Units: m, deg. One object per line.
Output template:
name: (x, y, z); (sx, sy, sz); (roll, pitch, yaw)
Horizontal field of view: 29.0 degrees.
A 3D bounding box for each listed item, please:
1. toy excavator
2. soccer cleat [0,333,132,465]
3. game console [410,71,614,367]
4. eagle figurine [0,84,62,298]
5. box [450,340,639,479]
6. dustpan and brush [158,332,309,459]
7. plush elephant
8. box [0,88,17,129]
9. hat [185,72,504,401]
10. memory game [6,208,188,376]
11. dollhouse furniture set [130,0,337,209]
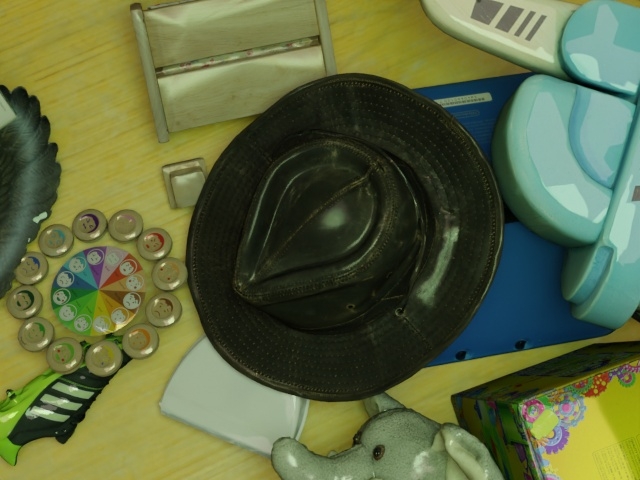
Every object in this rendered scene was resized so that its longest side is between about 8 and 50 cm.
toy excavator: (0.226, -0.156, 1.138); (0.445, 0.222, 0.433); (17, 89, 0)
soccer cleat: (-0.253, 0.156, 1.240); (0.179, 0.060, 0.072); (-31, 109, -10)
game console: (0.162, -0.025, 1.319); (0.293, 0.173, 0.250); (-9, 54, -8)
eagle figurine: (-0.394, -0.010, 1.185); (0.226, 0.225, 0.298); (40, 38, -34)
box: (0.276, 0.258, 1.174); (0.177, 0.279, 0.290); (-19, 87, -8)
dustpan and brush: (-0.060, 0.102, 1.270); (0.147, 0.060, 0.211); (21, 88, 9)
plush elephant: (0.052, 0.272, 1.158); (0.330, 0.272, 0.256); (-5, 87, -22)
box: (-0.445, -0.150, 1.154); (0.232, 0.058, 0.322); (-34, 51, -8)
hat: (0.000, 0.000, 1.151); (0.331, 0.134, 0.331); (0, 90, 18)
memory game: (-0.224, 0.049, 1.238); (0.186, 0.012, 0.186); (-2, 64, 5)
dollhouse furniture set: (-0.049, -0.246, 1.306); (0.303, 0.174, 0.356); (-11, 110, -8)
